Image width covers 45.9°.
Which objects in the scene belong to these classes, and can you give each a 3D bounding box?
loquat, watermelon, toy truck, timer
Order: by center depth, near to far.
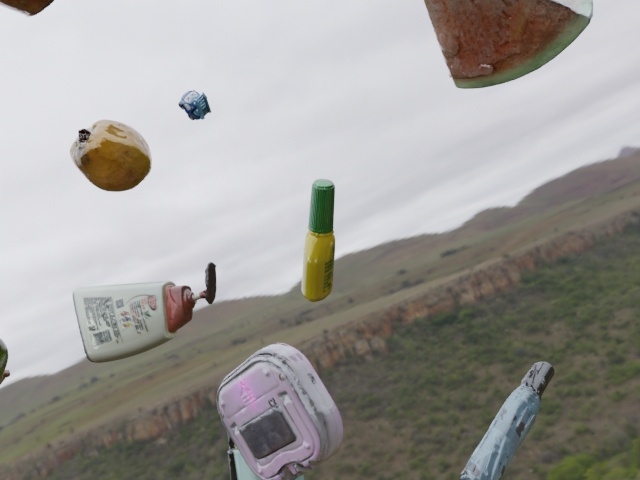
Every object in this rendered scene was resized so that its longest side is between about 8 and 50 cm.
[{"bbox_3d":[-0.068,0.267,1.150,0.069,0.191,0.208,-19,-18,-49],"label":"timer"},{"bbox_3d":[0.293,-0.441,1.336,0.283,0.292,0.250,-36,16,32],"label":"watermelon"},{"bbox_3d":[-0.296,-0.329,1.823,0.056,0.073,0.090,-48,24,-19],"label":"toy truck"},{"bbox_3d":[-0.548,-0.219,1.981,0.187,0.176,0.234,-30,-36,17],"label":"loquat"}]

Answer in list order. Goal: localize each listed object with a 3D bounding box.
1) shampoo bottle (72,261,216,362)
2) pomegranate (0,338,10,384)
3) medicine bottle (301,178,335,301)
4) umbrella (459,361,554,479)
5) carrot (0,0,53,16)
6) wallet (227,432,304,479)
[{"bbox_3d":[-0.312,0.123,1.387,0.284,0.153,0.071,-17,-10,14],"label":"shampoo bottle"},{"bbox_3d":[-0.620,0.217,1.346,0.130,0.130,0.130,-25,-5,-2],"label":"pomegranate"},{"bbox_3d":[0.000,0.000,1.556,0.064,0.261,0.095,14,29,17],"label":"medicine bottle"},{"bbox_3d":[0.286,0.276,1.126,0.250,0.053,0.052,-45,-29,-32],"label":"umbrella"},{"bbox_3d":[-0.443,-0.423,0.993,0.193,0.214,0.331,-20,-33,34],"label":"carrot"},{"bbox_3d":[-0.093,0.398,1.379,0.075,0.251,0.176,-9,-6,32],"label":"wallet"}]
